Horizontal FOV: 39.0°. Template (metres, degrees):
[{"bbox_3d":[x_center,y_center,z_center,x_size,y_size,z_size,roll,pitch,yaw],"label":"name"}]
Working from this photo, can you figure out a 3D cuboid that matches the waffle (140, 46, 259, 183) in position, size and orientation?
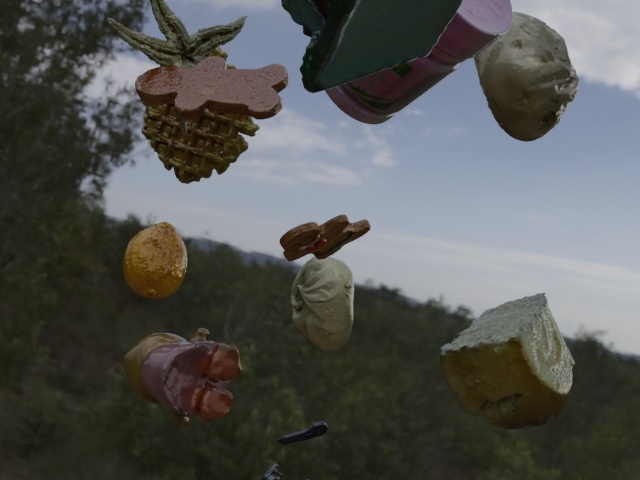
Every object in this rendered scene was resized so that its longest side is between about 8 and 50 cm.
[{"bbox_3d":[-0.305,-0.309,2.207,0.302,0.325,0.068,-28,-8,21],"label":"waffle"}]

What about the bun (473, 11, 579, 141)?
[{"bbox_3d":[0.527,-0.430,2.307,0.234,0.326,0.362,-24,-22,20],"label":"bun"}]

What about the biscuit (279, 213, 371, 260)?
[{"bbox_3d":[0.000,0.001,1.884,0.165,0.036,0.250,-33,-17,22],"label":"biscuit"}]

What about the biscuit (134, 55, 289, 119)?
[{"bbox_3d":[-0.225,-0.310,1.861,0.324,0.205,0.049,4,-47,8],"label":"biscuit"}]

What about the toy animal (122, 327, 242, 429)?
[{"bbox_3d":[-0.280,0.257,1.741,0.169,0.195,0.281,19,-9,-28],"label":"toy animal"}]

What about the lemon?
[{"bbox_3d":[-0.361,0.043,1.980,0.142,0.187,0.142,6,-26,3],"label":"lemon"}]

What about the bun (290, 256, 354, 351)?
[{"bbox_3d":[-0.001,0.158,2.426,0.160,0.259,0.259,5,-2,-9],"label":"bun"}]

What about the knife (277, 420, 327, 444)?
[{"bbox_3d":[-0.041,0.446,2.079,0.121,0.031,0.018,-17,18,0],"label":"knife"}]

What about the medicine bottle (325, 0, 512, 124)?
[{"bbox_3d":[0.162,-0.376,1.655,0.212,0.212,0.325,17,-32,-34],"label":"medicine bottle"}]

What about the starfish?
[{"bbox_3d":[-0.290,-0.424,1.978,0.347,0.358,0.078,-29,7,-37],"label":"starfish"}]

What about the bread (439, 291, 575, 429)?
[{"bbox_3d":[0.493,0.307,2.242,0.239,0.264,0.395,-25,0,30],"label":"bread"}]

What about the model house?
[{"bbox_3d":[0.044,-0.378,1.136,0.230,0.248,0.280,-24,-17,-29],"label":"model house"}]

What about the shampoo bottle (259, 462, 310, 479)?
[{"bbox_3d":[0.007,0.569,1.825,0.309,0.098,0.071,37,-13,6],"label":"shampoo bottle"}]
